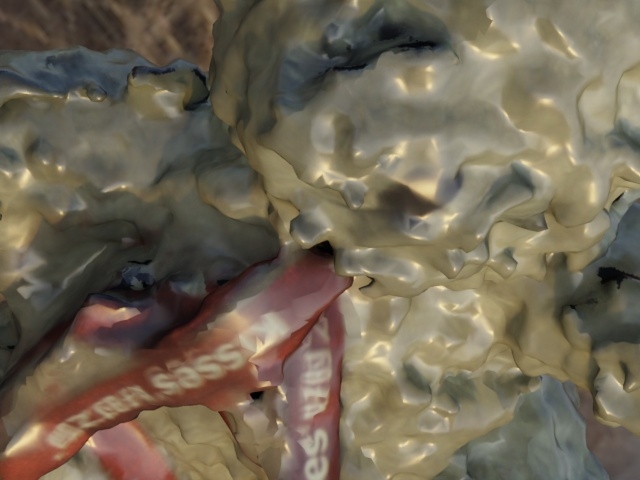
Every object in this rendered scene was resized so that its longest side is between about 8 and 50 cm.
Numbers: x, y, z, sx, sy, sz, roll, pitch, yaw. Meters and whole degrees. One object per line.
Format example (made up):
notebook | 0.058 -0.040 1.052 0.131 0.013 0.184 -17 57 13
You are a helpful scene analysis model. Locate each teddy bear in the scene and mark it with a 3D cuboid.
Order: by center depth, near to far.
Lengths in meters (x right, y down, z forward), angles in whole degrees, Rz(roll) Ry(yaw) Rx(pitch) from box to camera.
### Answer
teddy bear | 0.000 0.000 0.704 0.357 0.367 0.224 18 46 7
